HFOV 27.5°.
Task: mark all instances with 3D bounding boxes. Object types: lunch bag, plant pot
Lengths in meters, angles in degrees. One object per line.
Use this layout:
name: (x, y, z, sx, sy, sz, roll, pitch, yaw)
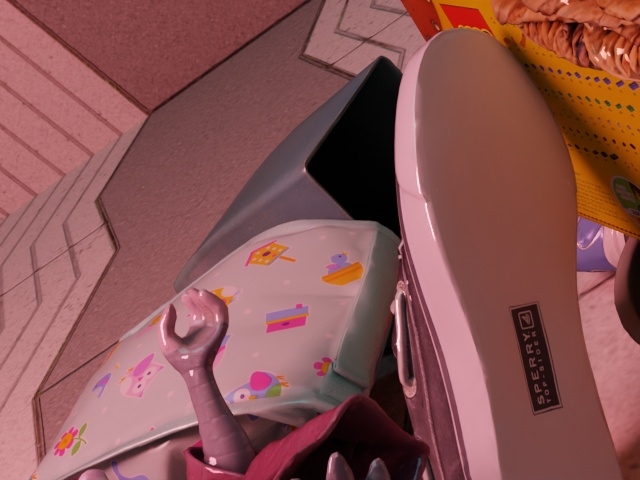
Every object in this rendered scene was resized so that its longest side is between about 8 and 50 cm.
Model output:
lunch bag: (-0.051, 0.114, 0.906, 0.262, 0.160, 0.223, -33, 18, 29)
plant pot: (0.000, 0.000, 1.081, 0.234, 0.165, 0.166, -31, 19, 43)

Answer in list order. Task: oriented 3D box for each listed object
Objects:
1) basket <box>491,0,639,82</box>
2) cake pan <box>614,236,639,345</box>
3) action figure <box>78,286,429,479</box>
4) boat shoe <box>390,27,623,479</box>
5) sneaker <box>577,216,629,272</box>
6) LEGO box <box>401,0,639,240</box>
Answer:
basket: (0.192, -0.192, 0.522, 0.299, 0.223, 0.213, -40, -10, -7)
cake pan: (0.305, -0.013, 0.726, 0.293, 0.054, 0.293, -33, 19, 13)
action figure: (-0.052, 0.190, 0.662, 0.248, 0.276, 0.370, -39, 9, -24)
boat shoe: (0.082, 0.040, 0.705, 0.108, 0.301, 0.102, -7, -10, -34)
sneaker: (0.219, -0.055, 0.935, 0.081, 0.080, 0.211, -17, 26, 39)
LEGO box: (0.312, -0.158, 0.656, 0.372, 0.193, 0.500, -40, 23, -8)
